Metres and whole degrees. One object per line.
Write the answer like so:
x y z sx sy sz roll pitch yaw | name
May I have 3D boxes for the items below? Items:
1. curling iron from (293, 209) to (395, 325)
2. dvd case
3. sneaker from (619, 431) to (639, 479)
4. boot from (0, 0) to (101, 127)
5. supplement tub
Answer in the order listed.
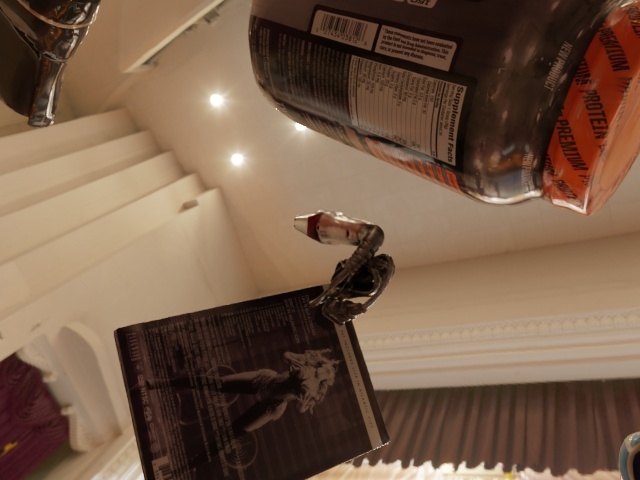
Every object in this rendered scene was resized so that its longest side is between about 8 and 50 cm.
0.000 0.000 0.427 0.035 0.274 0.068 35 -87 -16 | curling iron
-0.051 0.133 0.453 0.018 0.221 0.164 -37 -113 55 | dvd case
0.404 0.335 0.566 0.085 0.237 0.086 -24 -38 19 | sneaker
-0.250 -0.195 0.375 0.198 0.077 0.137 55 -47 9 | boot
0.112 -0.161 0.463 0.338 0.207 0.207 30 -57 33 | supplement tub
